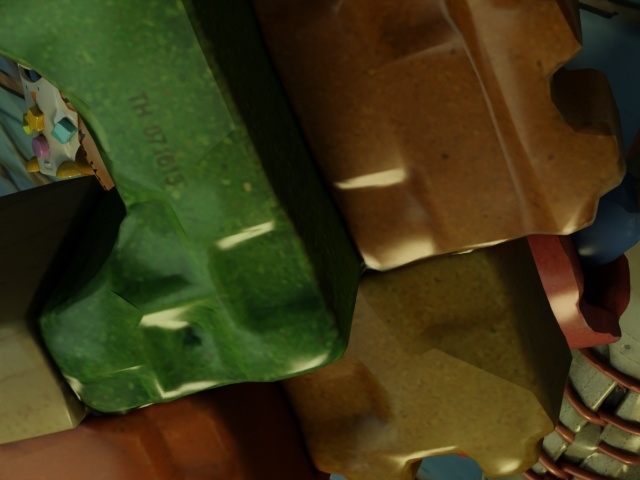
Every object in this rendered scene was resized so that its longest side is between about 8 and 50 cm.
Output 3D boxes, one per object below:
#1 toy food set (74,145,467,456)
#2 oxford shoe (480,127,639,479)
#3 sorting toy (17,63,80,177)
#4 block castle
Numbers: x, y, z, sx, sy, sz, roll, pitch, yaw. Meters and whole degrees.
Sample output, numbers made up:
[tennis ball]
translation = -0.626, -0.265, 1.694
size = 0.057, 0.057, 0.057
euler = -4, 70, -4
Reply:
[toy food set]
translation = 0.000, 0.000, 0.798
size = 0.232, 0.111, 0.104
euler = 16, 144, 50
[oxford shoe]
translation = 0.133, 0.061, 0.746
size = 0.123, 0.130, 0.348
euler = 37, 159, 17
[sorting toy]
translation = -0.161, -0.080, 1.152
size = 0.083, 0.045, 0.075
euler = 11, 124, 55
[block castle]
translation = -0.040, -0.089, 0.449
size = 0.213, 0.303, 0.453
euler = -13, 119, 19
